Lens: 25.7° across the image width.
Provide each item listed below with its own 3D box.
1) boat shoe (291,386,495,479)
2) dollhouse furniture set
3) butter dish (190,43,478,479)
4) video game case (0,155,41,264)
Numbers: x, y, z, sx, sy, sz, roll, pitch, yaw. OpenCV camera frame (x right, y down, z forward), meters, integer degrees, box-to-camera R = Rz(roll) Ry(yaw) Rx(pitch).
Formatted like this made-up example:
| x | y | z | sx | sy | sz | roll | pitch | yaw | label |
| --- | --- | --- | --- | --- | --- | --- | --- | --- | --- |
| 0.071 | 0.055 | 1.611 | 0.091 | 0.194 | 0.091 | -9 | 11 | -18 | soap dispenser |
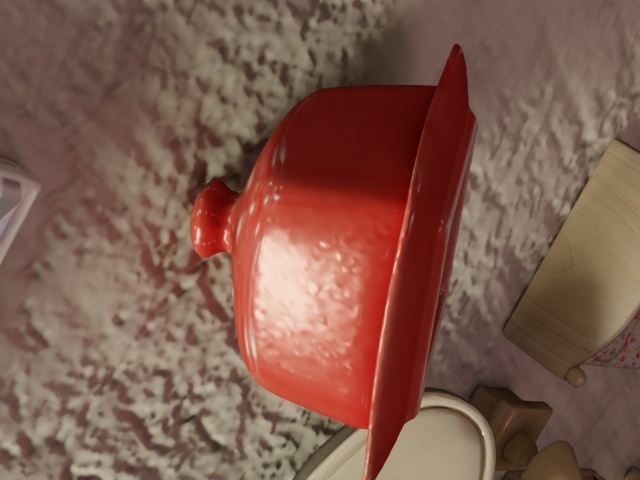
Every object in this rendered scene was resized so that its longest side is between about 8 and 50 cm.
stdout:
| x | y | z | sx | sy | sz | roll | pitch | yaw | label |
| --- | --- | --- | --- | --- | --- | --- | --- | --- | --- |
| -0.011 | 0.220 | 0.811 | 0.112 | 0.095 | 0.335 | 25 | 100 | -12 | boat shoe |
| 0.277 | 0.088 | 0.888 | 0.303 | 0.174 | 0.355 | 10 | 113 | -46 | dollhouse furniture set |
| 0.000 | 0.000 | 0.628 | 0.160 | 0.118 | 0.159 | -67 | 167 | -56 | butter dish |
| -0.223 | 0.039 | 0.521 | 0.183 | 0.023 | 0.201 | 17 | 107 | -47 | video game case |
